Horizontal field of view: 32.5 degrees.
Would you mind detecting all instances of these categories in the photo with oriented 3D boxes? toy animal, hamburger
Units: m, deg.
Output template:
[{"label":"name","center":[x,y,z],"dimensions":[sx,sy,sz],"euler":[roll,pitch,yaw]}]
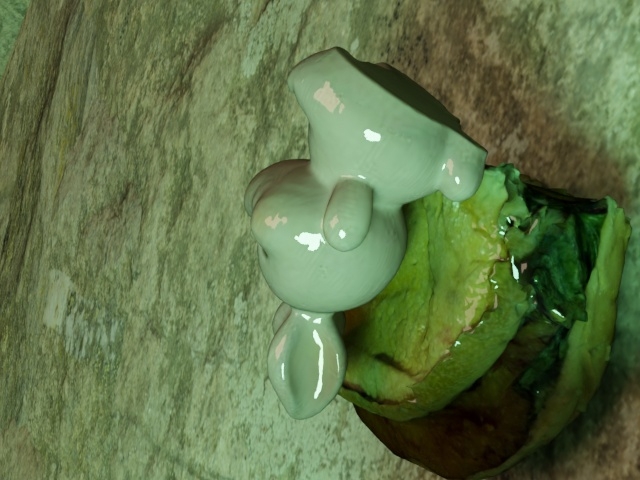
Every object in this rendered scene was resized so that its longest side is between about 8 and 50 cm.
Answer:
[{"label":"toy animal","center":[-0.002,-0.001,0.643],"dimensions":[0.212,0.124,0.124],"euler":[-62,31,16]},{"label":"hamburger","center":[0.077,0.047,0.735],"dimensions":[0.309,0.132,0.211],"euler":[18,95,61]}]
